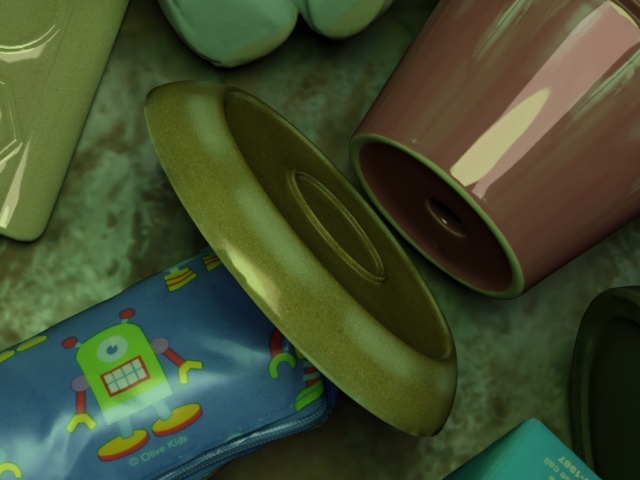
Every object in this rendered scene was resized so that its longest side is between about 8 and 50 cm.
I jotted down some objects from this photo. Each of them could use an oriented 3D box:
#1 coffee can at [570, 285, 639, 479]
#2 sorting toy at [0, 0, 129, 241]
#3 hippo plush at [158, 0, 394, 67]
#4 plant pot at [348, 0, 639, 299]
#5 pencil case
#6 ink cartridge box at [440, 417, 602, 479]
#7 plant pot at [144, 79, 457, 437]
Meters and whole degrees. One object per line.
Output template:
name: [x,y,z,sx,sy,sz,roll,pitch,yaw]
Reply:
coffee can: [0.303,0.104,0.852,0.275,0.201,0.201,-9,76,-12]
sorting toy: [-0.235,-0.115,0.916,0.208,0.038,0.193,20,73,-8]
hippo plush: [-0.057,-0.260,0.920,0.294,0.234,0.236,-5,51,0]
plant pot: [0.122,-0.073,0.873,0.201,0.201,0.180,44,75,4]
pencil case: [-0.132,0.110,0.821,0.306,0.119,0.133,-28,57,-15]
ink cartridge box: [0.059,0.267,0.725,0.198,0.197,0.270,44,52,2]
plant pot: [0.000,0.000,0.821,0.032,0.236,0.236,-39,83,14]
